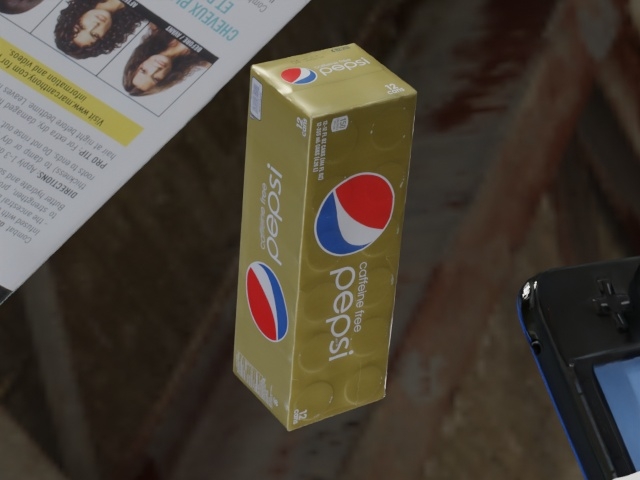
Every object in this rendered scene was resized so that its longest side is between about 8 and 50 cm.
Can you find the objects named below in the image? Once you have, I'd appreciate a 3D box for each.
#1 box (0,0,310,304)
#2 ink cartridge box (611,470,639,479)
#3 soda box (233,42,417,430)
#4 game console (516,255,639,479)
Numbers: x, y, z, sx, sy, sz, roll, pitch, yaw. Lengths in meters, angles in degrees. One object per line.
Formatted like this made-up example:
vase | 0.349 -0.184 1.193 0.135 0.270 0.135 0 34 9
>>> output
box | -0.080 -0.080 0.618 0.100 0.244 0.060 33 -155 -34
ink cartridge box | 0.209 0.197 0.903 0.237 0.172 0.100 30 -133 -33
soda box | 0.000 0.000 0.952 0.061 0.058 0.181 -16 -52 -29
game console | 0.293 0.112 1.127 0.250 0.173 0.293 -6 -111 -45
